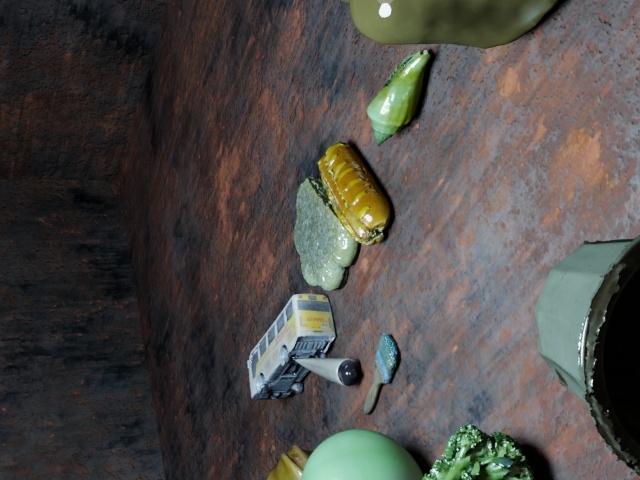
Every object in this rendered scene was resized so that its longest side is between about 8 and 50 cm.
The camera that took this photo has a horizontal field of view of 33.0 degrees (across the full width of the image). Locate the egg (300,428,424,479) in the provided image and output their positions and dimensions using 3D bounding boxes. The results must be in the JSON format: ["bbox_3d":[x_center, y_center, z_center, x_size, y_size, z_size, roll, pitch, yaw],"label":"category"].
[{"bbox_3d":[0.079,0.451,1.831,0.270,0.220,0.220,61,146,34],"label":"egg"}]

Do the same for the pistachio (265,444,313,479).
[{"bbox_3d":[-0.003,0.536,2.132,0.260,0.163,0.213,48,157,39],"label":"pistachio"}]

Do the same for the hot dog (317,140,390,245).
[{"bbox_3d":[0.060,-0.089,2.054,0.269,0.072,0.115,-121,29,-49],"label":"hot dog"}]

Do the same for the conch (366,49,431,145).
[{"bbox_3d":[0.132,-0.248,1.864,0.201,0.079,0.095,-60,21,23],"label":"conch"}]

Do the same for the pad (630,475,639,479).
[{"bbox_3d":[0.427,0.415,1.266,0.267,0.004,0.181,-134,47,-58],"label":"pad"}]

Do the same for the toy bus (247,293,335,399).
[{"bbox_3d":[-0.071,0.240,2.341,0.342,0.097,0.138,126,140,-55],"label":"toy bus"}]

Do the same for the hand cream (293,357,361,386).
[{"bbox_3d":[0.021,0.257,2.157,0.186,0.087,0.054,-2,69,63],"label":"hand cream"}]

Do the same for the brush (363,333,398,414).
[{"bbox_3d":[0.107,0.260,2.013,0.070,0.021,0.196,-113,30,-45],"label":"brush"}]

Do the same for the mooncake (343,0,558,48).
[{"bbox_3d":[0.174,-0.505,1.512,0.467,0.262,0.467,180,90,-65],"label":"mooncake"}]

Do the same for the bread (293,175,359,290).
[{"bbox_3d":[0.000,0.000,2.222,0.286,0.056,0.207,-130,46,-58],"label":"bread"}]

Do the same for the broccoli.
[{"bbox_3d":[0.235,0.361,1.552,0.195,0.156,0.195,17,119,33],"label":"broccoli"}]

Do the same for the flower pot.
[{"bbox_3d":[0.356,0.104,1.128,0.259,0.290,0.290,-168,78,-78],"label":"flower pot"}]
